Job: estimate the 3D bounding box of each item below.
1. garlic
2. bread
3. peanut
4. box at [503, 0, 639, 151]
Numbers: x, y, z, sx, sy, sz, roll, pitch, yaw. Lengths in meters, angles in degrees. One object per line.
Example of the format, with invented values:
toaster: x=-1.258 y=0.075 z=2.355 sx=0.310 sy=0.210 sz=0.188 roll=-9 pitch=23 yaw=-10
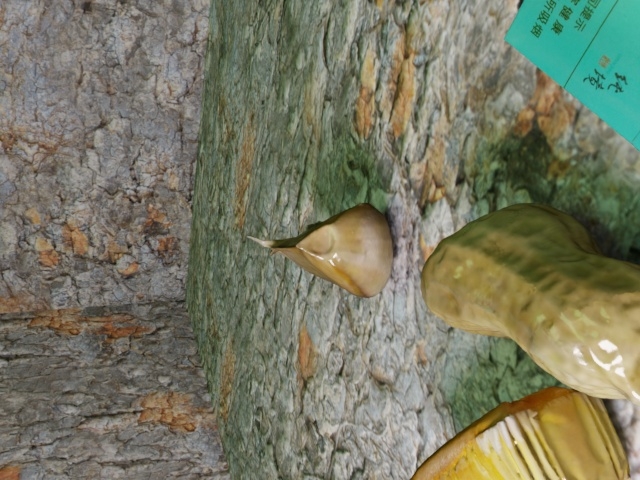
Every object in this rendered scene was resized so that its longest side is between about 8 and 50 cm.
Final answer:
garlic: x=0.009 y=0.003 z=1.080 sx=0.338 sy=0.196 sz=0.151 roll=-171 pitch=95 yaw=-70
bread: x=0.199 y=0.265 z=0.684 sx=0.119 sy=0.153 sz=0.288 roll=65 pitch=150 yaw=32
peanut: x=0.221 y=0.047 z=0.621 sx=0.291 sy=0.143 sz=0.159 roll=25 pitch=107 yaw=60
box: x=0.272 y=-0.172 z=0.512 sx=0.226 sy=0.042 sz=0.161 roll=52 pitch=145 yaw=26
